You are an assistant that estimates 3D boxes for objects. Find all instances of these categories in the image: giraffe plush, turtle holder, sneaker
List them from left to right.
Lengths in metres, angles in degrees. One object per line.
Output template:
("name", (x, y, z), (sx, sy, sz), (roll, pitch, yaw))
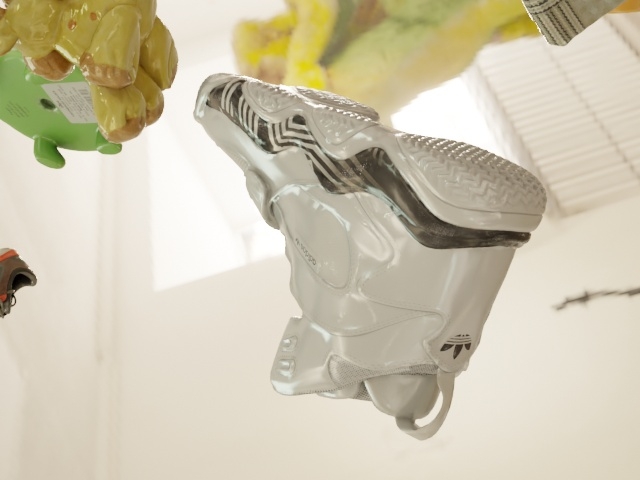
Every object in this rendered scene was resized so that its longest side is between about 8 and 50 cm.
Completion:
("sneaker", (-0.391, 0.067, 1.467), (0.065, 0.158, 0.061), (35, 142, 15))
("turtle holder", (-0.389, -0.254, 1.919), (0.243, 0.320, 0.227), (35, -122, -21))
("giraffe plush", (-0.262, -0.221, 1.363), (0.181, 0.170, 0.210), (-61, -26, -63))
("sneaker", (0.000, 0.000, 0.976), (0.365, 0.137, 0.210), (27, 105, 47))

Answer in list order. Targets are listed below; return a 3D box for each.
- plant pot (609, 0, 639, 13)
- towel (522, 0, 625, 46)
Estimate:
("plant pot", (0.424, -0.420, 1.679), (0.205, 0.205, 0.188), (-104, 2, -68))
("towel", (0.284, -0.369, 1.136), (0.312, 0.324, 0.056), (55, -174, -30))
